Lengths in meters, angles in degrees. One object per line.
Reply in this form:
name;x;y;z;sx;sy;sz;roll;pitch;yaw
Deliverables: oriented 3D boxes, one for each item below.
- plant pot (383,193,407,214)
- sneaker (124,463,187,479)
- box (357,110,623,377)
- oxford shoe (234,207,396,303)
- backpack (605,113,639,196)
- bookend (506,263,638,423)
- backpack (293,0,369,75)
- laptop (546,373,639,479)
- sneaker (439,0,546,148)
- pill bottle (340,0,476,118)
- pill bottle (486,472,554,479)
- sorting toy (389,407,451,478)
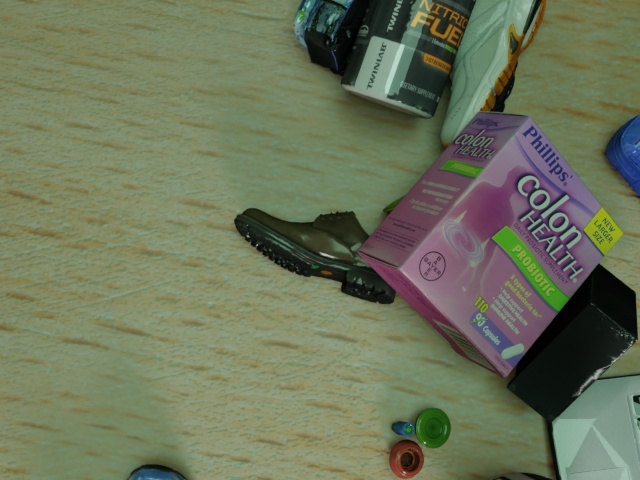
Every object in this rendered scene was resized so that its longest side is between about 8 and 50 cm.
plant pot;0.137;-0.024;1.207;0.083;0.083;0.079;-29;97;-7
sneaker;-0.205;0.432;1.081;0.129;0.147;0.330;5;81;-3
box;0.212;0.002;1.142;0.243;0.117;0.213;-49;114;-9
oxford shoe;0.000;0.000;1.194;0.227;0.083;0.096;22;72;-8
backpack;0.451;-0.117;1.225;0.098;0.101;0.120;-41;83;-15
bookend;0.322;0.125;1.177;0.072;0.156;0.157;39;114;2
backpack;0.019;-0.294;1.218;0.084;0.105;0.114;28;83;14
laptop;0.518;0.327;1.081;0.407;0.236;0.382;-6;76;-4
sneaker;0.205;-0.247;1.241;0.121;0.099;0.262;23;83;21
pill bottle;0.124;-0.290;1.176;0.130;0.130;0.246;19;97;-1
pill bottle;0.247;0.359;1.030;0.181;0.323;0.182;0;82;-3
sorting toy;0.118;0.255;1.185;0.061;0.042;0.102;47;69;-12
